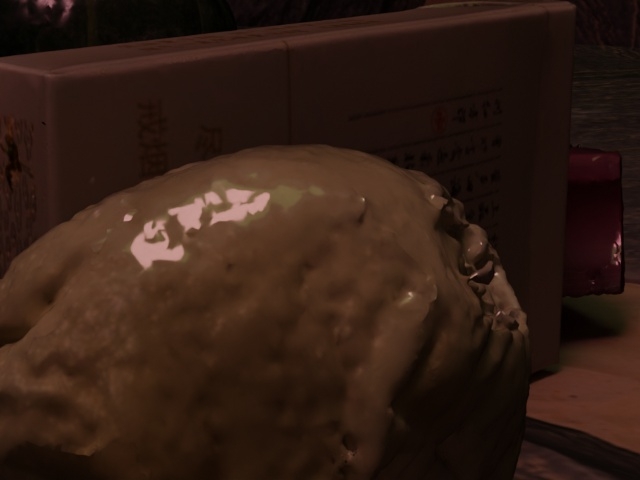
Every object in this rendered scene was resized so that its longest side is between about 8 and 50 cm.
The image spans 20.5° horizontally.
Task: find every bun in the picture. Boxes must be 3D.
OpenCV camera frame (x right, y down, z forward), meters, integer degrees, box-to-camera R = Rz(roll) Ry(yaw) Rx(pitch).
[{"bbox_3d":[-0.025,0.073,0.569,0.220,0.220,0.134,-7,50,-30],"label":"bun"}]

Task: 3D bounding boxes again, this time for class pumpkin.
[{"bbox_3d":[-0.212,-0.146,1.469,0.300,0.207,0.300,-5,0,0],"label":"pumpkin"}]

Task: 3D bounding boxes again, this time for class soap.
[{"bbox_3d":[0.046,-0.004,1.050,0.250,0.099,0.162,-5,8,-22],"label":"soap"}]

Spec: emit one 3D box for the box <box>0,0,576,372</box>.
[{"bbox_3d":[0.000,0.000,0.824,0.051,0.204,0.365,12,18,39],"label":"box"}]
